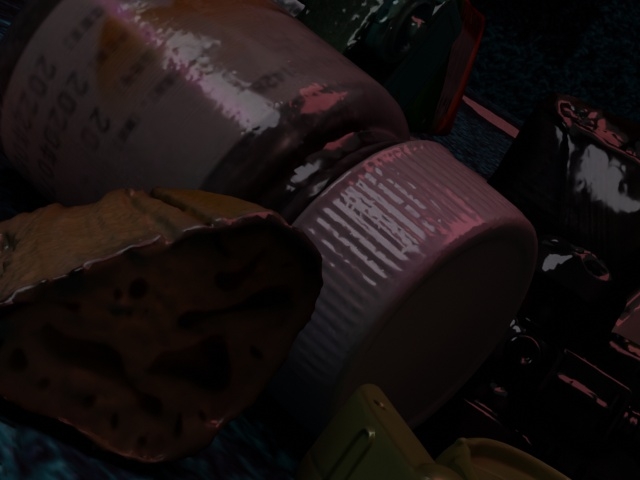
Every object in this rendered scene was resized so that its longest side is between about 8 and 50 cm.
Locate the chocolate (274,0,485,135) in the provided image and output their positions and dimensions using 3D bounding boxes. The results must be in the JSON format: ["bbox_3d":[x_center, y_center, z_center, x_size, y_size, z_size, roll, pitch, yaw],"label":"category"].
[{"bbox_3d":[0.000,-0.259,1.756,0.360,0.161,0.341,29,8,8],"label":"chocolate"}]

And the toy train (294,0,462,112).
[{"bbox_3d":[0.015,-0.131,1.155,0.107,0.198,0.154,37,-5,19],"label":"toy train"}]

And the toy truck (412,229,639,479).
[{"bbox_3d":[0.152,0.107,0.918,0.224,0.147,0.165,33,-12,3],"label":"toy truck"}]

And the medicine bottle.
[{"bbox_3d":[-0.034,-0.030,0.828,0.273,0.165,0.165,40,13,27],"label":"medicine bottle"}]

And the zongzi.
[{"bbox_3d":[0.401,0.056,1.523,0.432,0.208,0.403,32,6,30],"label":"zongzi"}]

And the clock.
[{"bbox_3d":[0.105,0.157,0.701,0.232,0.069,0.170,26,14,-35],"label":"clock"}]

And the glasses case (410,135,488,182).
[{"bbox_3d":[0.105,-0.065,1.613,0.233,0.059,0.092,23,14,-39],"label":"glasses case"}]

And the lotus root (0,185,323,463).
[{"bbox_3d":[-0.081,0.032,0.670,0.159,0.095,0.135,-10,19,-11],"label":"lotus root"}]

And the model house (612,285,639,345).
[{"bbox_3d":[0.345,0.142,1.201,0.237,0.202,0.237,55,-30,-12],"label":"model house"}]
